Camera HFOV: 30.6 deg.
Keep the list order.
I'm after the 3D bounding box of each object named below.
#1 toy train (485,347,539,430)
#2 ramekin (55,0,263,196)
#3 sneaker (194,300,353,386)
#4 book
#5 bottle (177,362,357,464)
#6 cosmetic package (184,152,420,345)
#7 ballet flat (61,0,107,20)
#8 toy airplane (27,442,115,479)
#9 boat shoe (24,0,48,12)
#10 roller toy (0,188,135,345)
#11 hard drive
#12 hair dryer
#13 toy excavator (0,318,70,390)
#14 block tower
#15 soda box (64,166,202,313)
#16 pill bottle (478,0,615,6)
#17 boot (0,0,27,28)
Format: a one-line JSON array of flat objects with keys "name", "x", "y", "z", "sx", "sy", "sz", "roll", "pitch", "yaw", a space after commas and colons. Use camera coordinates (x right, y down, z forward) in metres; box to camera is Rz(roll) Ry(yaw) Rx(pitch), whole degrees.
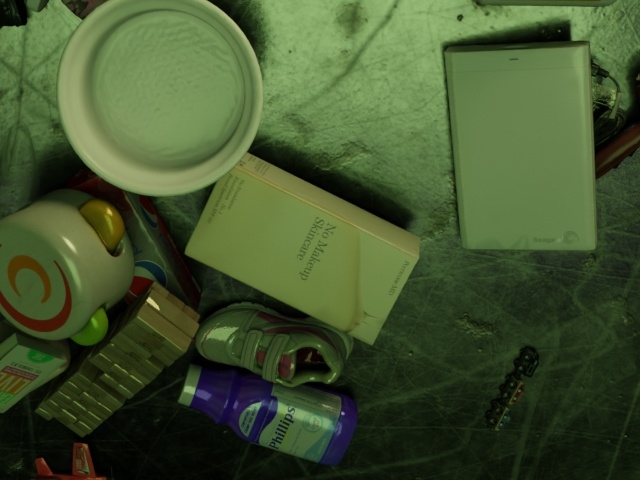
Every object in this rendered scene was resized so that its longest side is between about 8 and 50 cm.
[{"name": "toy train", "x": 0.314, "y": 0.245, "z": 1.907, "sx": 0.036, "sy": 0.027, "sz": 0.158, "roll": 17, "pitch": 112, "yaw": -19}, {"name": "ramekin", "x": -0.215, "y": -0.207, "z": 1.618, "sx": 0.277, "sy": 0.135, "sz": 0.277, "roll": 0, "pitch": 101, "yaw": -1}, {"name": "sneaker", "x": -0.072, "y": 0.166, "z": 1.821, "sx": 0.252, "sy": 0.111, "sz": 0.103, "roll": 3, "pitch": 113, "yaw": -2}, {"name": "book", "x": -0.458, "y": 0.197, "z": 1.724, "sx": 0.144, "sy": 0.035, "sz": 0.096, "roll": -39, "pitch": 140, "yaw": 19}, {"name": "bottle", "x": -0.086, "y": 0.270, "z": 1.876, "sx": 0.282, "sy": 0.092, "sz": 0.118, "roll": 19, "pitch": 113, "yaw": -9}, {"name": "cosmetic package", "x": -0.024, "y": 0.008, "z": 1.725, "sx": 0.309, "sy": 0.113, "sz": 0.160, "roll": 25, "pitch": 106, "yaw": 0}, {"name": "ballet flat", "x": -0.257, "y": -0.372, "z": 1.616, "sx": 0.221, "sy": 0.077, "sz": 0.079, "roll": -26, "pitch": 130, "yaw": 15}, {"name": "toy airplane", "x": -0.420, "y": 0.401, "z": 1.965, "sx": 0.151, "sy": 0.028, "sz": 0.151, "roll": 0, "pitch": 112, "yaw": 0}, {"name": "boat shoe", "x": -0.376, "y": -0.427, "z": 1.583, "sx": 0.076, "sy": 0.080, "sz": 0.229, "roll": 21, "pitch": 111, "yaw": -3}, {"name": "roller toy", "x": -0.367, "y": 0.028, "z": 1.656, "sx": 0.191, "sy": 0.146, "sz": 0.209, "roll": 16, "pitch": 120, "yaw": 22}, {"name": "hard drive", "x": 0.295, "y": -0.133, "z": 1.706, "sx": 0.203, "sy": 0.040, "sz": 0.308, "roll": 1, "pitch": 114, "yaw": 19}, {"name": "hair dryer", "x": 0.463, "y": -0.159, "z": 1.716, "sx": 0.293, "sy": 0.080, "sz": 0.224, "roll": 14, "pitch": 119, "yaw": 7}, {"name": "toy excavator", "x": -0.577, "y": 0.030, "z": 1.679, "sx": 0.222, "sy": 0.433, "sz": 0.445, "roll": -30, "pitch": 82, "yaw": 12}, {"name": "block tower", "x": -0.307, "y": 0.186, "z": 1.771, "sx": 0.097, "sy": 0.091, "sz": 0.335, "roll": 40, "pitch": 132, "yaw": -14}, {"name": "soda box", "x": -0.280, "y": 0.005, "z": 1.765, "sx": 0.092, "sy": 0.083, "sz": 0.263, "roll": -23, "pitch": 111, "yaw": 11}, {"name": "pill bottle", "x": 0.336, "y": -0.384, "z": 1.574, "sx": 0.245, "sy": 0.136, "sz": 0.136, "roll": 1, "pitch": 113, "yaw": -1}, {"name": "boot", "x": -0.472, "y": -0.344, "z": 1.636, "sx": 0.099, "sy": 0.045, "sz": 0.121, "roll": -7, "pitch": 114, "yaw": 6}]
